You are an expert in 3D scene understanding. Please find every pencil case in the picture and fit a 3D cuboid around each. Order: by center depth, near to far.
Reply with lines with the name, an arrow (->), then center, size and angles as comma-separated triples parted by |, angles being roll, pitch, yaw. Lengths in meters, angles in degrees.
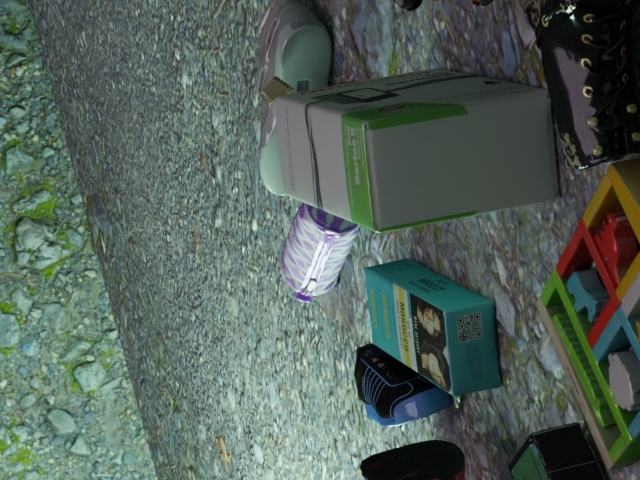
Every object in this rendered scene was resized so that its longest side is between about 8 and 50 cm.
pencil case -> 0.000, 0.000, 2.361 | 0.206, 0.086, 0.088 | 109, 180, -59

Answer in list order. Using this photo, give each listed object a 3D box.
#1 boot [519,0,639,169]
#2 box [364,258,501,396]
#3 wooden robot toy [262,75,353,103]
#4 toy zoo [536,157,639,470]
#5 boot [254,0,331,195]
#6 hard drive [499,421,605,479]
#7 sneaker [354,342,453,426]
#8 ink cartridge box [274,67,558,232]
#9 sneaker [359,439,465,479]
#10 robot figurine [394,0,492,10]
boot -> 0.243, -0.158, 1.544 | 0.236, 0.085, 0.179 | 162, 95, -78
box -> 0.125, 0.096, 2.086 | 0.244, 0.060, 0.101 | -152, 53, -68
wooden robot toy -> 0.015, -0.166, 2.273 | 0.173, 0.079, 0.076 | 37, -174, 26
toy zoo -> 0.279, 0.060, 1.644 | 0.293, 0.030, 0.192 | 108, 147, -56
boot -> -0.041, -0.196, 2.397 | 0.123, 0.095, 0.258 | -115, 30, -53
hard drive -> 0.263, 0.381, 1.831 | 0.237, 0.064, 0.339 | 110, 144, -58
sneaker -> 0.090, 0.169, 2.203 | 0.232, 0.081, 0.090 | 169, 83, -73
ink cartridge box -> 0.090, -0.097, 1.854 | 0.273, 0.198, 0.115 | -155, 56, -68
sneaker -> 0.126, 0.313, 1.924 | 0.314, 0.116, 0.136 | -143, 43, -65
robot figurine -> 0.120, -0.352, 1.675 | 0.085, 0.211, 0.291 | 6, -110, -70
